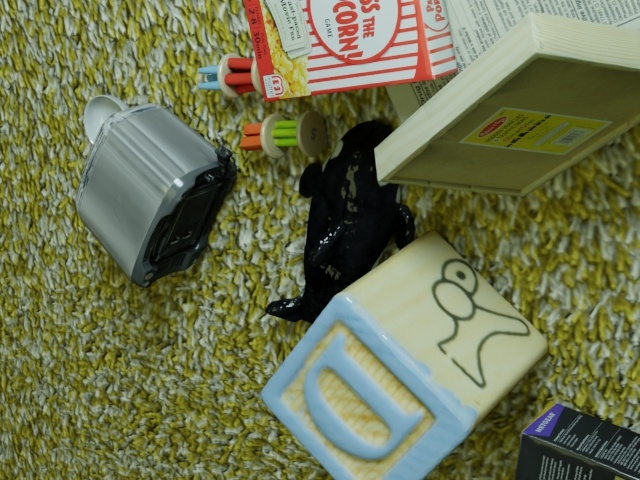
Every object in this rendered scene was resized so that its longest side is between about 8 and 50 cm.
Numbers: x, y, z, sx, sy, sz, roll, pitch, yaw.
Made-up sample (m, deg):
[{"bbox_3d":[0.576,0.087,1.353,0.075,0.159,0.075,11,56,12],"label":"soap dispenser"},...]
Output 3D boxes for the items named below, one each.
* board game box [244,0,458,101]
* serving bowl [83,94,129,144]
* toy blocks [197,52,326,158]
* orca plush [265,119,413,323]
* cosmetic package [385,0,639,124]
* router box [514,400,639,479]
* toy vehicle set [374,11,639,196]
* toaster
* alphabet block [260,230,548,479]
[{"bbox_3d":[0.020,-0.210,0.968,0.193,0.045,0.147,-2,105,38],"label":"board game box"},{"bbox_3d":[-0.266,-0.149,1.380,0.083,0.027,0.083,15,117,31],"label":"serving bowl"},{"bbox_3d":[-0.073,-0.153,1.219,0.148,0.054,0.123,3,108,35],"label":"toy blocks"},{"bbox_3d":[0.000,0.000,1.203,0.151,0.102,0.287,46,129,11],"label":"orca plush"},{"bbox_3d":[0.190,-0.224,0.951,0.296,0.129,0.153,-18,98,39],"label":"cosmetic package"},{"bbox_3d":[0.320,0.355,1.140,0.243,0.081,0.309,19,120,29],"label":"router box"},{"bbox_3d":[0.181,-0.108,0.940,0.267,0.166,0.035,142,129,-59],"label":"toy vehicle set"},{"bbox_3d":[-0.204,-0.065,1.308,0.146,0.129,0.227,42,130,17],"label":"toaster"},{"bbox_3d":[0.090,0.138,1.138,0.192,0.197,0.193,47,129,11],"label":"alphabet block"}]
